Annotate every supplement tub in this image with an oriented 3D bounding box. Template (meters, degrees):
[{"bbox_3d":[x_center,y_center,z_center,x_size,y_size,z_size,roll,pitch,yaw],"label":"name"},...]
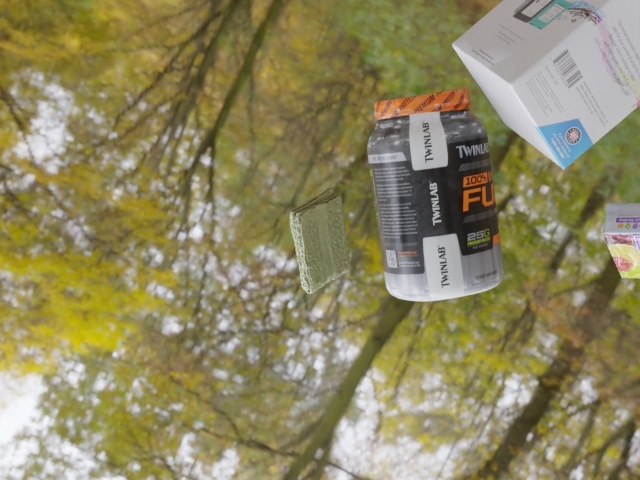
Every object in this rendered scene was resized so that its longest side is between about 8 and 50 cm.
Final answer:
[{"bbox_3d":[0.192,-0.080,1.755,0.207,0.338,0.207,-8,-172,1],"label":"supplement tub"}]

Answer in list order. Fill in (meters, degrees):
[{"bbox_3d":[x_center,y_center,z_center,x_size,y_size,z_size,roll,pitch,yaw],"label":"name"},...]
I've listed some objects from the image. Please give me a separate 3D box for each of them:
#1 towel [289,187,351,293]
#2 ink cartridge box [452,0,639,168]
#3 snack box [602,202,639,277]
[{"bbox_3d":[0.000,0.000,1.638,0.027,0.148,0.110,10,-151,45],"label":"towel"},{"bbox_3d":[0.394,-0.297,1.608,0.198,0.270,0.197,48,-177,-35],"label":"ink cartridge box"},{"bbox_3d":[0.350,0.002,0.983,0.141,0.037,0.100,0,154,28],"label":"snack box"}]
